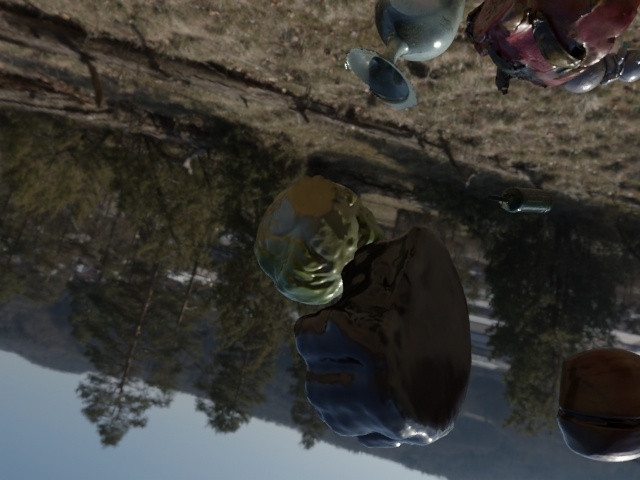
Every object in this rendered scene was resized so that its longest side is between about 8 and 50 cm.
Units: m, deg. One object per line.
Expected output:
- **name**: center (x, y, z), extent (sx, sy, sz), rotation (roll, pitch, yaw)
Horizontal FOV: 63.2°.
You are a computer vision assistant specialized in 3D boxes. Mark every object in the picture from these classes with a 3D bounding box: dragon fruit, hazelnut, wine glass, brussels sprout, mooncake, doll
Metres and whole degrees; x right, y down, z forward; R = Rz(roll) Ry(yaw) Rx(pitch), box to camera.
- **dragon fruit**: center (0.290, -0.309, 0.688), extent (0.147, 0.211, 0.282), rotation (21, 152, -19)
- **hazelnut**: center (0.565, 0.316, 1.002), extent (0.180, 0.212, 0.181), rotation (-2, -179, 36)
- **wine glass**: center (0.229, -0.538, 1.342), extent (0.238, 0.323, 0.238), rotation (33, 173, 5)
- **brussels sprout**: center (-0.008, 0.007, 1.151), extent (0.273, 0.243, 0.316), rotation (-25, 141, 20)
- **mooncake**: center (0.127, 0.185, 0.942), extent (0.212, 0.351, 0.381), rotation (-18, -170, 40)
- **doll**: center (0.929, -0.563, 1.697), extent (0.287, 0.151, 0.151), rotation (-7, 166, -6)

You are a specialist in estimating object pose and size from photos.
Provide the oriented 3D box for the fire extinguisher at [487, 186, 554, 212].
- **fire extinguisher**: center (0.769, -0.155, 1.993), extent (0.311, 0.096, 0.114), rotation (-2, -163, -41)
